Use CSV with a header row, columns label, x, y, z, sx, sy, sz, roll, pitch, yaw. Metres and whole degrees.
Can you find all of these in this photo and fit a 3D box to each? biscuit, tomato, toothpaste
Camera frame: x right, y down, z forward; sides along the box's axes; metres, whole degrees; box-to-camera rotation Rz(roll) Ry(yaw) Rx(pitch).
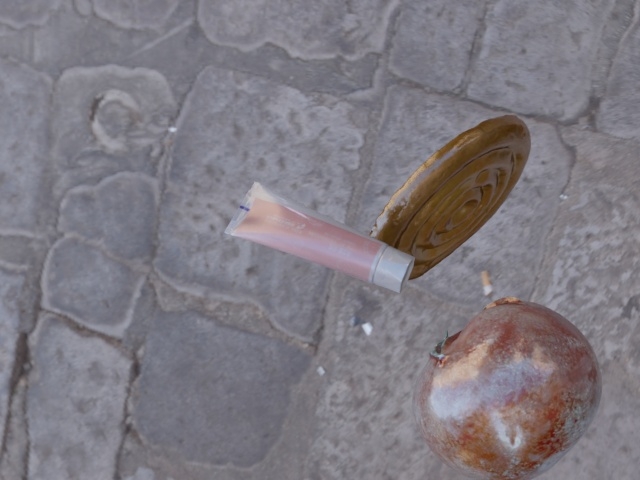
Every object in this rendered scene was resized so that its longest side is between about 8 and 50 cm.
label,x,y,z,sx,sy,sz,roll,pitch,yaw
biscuit,0.158,-0.041,0.959,0.037,0.262,0.262,48,117,23
tomato,0.304,0.248,1.327,0.282,0.317,0.316,50,117,17
toothpaste,0.000,0.000,0.821,0.195,0.043,0.067,23,72,15
